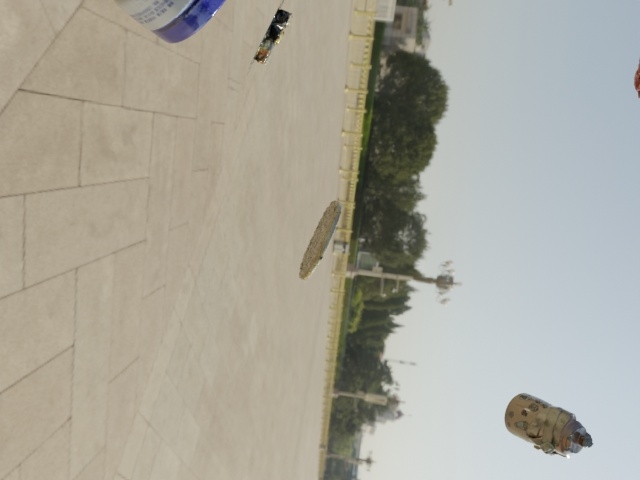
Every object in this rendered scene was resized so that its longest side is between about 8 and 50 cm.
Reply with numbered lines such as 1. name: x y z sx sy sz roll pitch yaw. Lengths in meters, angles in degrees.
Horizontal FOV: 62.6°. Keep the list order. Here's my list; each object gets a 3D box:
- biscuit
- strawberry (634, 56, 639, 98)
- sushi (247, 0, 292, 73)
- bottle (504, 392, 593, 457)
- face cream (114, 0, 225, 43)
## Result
1. biscuit: 0.000 0.000 0.880 0.152 0.020 0.152 -156 -90 -82
2. strawberry: 0.570 -0.305 0.879 0.188 0.082 0.121 25 70 -52
3. sushi: -0.107 -0.482 1.239 0.210 0.040 0.193 -62 -167 5
4. bottle: 0.443 0.365 1.023 0.152 0.099 0.099 16 -80 60
5. face cream: -0.210 -0.405 0.765 0.111 0.206 0.206 31 61 -46
